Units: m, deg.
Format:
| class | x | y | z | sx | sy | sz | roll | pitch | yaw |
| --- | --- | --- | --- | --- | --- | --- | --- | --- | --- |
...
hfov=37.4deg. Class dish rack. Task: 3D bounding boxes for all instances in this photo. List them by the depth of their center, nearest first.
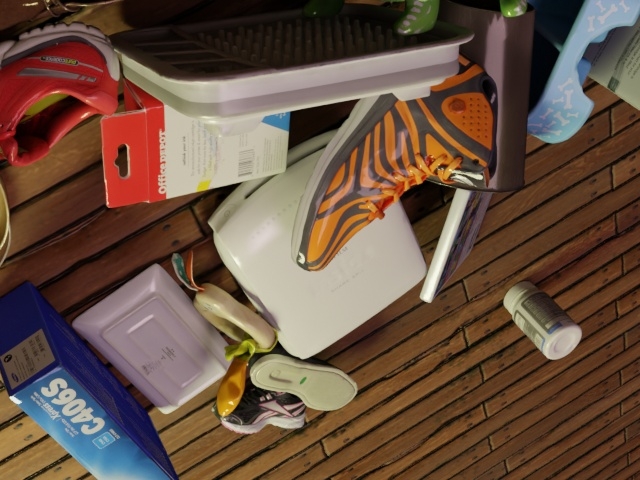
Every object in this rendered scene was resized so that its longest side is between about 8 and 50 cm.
| class | x | y | z | sx | sy | sz | roll | pitch | yaw |
| --- | --- | --- | --- | --- | --- | --- | --- | --- | --- |
| dish rack | -0.036 | -0.187 | 0.999 | 0.332 | 0.285 | 0.072 | -15 | 115 | -24 |

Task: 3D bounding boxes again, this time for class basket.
| class | x | y | z | sx | sy | sz | roll | pitch | yaw |
| --- | --- | --- | --- | --- | --- | --- | --- | --- | --- |
| basket | 0.193 | -0.201 | 1.232 | 0.154 | 0.204 | 0.227 | -34 | 139 | -53 |

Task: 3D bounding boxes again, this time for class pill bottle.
| class | x | y | z | sx | sy | sz | roll | pitch | yaw |
| --- | --- | --- | --- | --- | --- | --- | --- | --- | --- |
| pill bottle | 0.387 | 0.137 | 1.657 | 0.078 | 0.137 | 0.078 | -17 | 133 | -19 |

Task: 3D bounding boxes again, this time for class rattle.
| class | x | y | z | sx | sy | sz | roll | pitch | yaw |
| --- | --- | --- | --- | --- | --- | --- | --- | --- | --- |
| rattle | -0.160 | 0.123 | 1.284 | 0.143 | 0.130 | 0.200 | -48 | 138 | -6 |

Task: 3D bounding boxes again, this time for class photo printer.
| class | x | y | z | sx | sy | sz | roll | pitch | yaw |
| --- | --- | --- | --- | --- | --- | --- | --- | --- | --- |
| photo printer | 0.000 | 0.000 | 1.311 | 0.256 | 0.107 | 0.307 | -34 | 136 | -5 |

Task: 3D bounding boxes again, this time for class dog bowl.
| class | x | y | z | sx | sy | sz | roll | pitch | yaw |
| --- | --- | --- | --- | --- | --- | --- | --- | --- | --- |
| dog bowl | 0.322 | -0.275 | 1.263 | 0.074 | 0.166 | 0.297 | 6 | 122 | -23 |

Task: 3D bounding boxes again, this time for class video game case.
| class | x | y | z | sx | sy | sz | roll | pitch | yaw |
| --- | --- | --- | --- | --- | --- | --- | --- | --- | --- |
| video game case | 0.216 | -0.028 | 1.422 | 0.183 | 0.023 | 0.201 | -42 | 153 | -53 |

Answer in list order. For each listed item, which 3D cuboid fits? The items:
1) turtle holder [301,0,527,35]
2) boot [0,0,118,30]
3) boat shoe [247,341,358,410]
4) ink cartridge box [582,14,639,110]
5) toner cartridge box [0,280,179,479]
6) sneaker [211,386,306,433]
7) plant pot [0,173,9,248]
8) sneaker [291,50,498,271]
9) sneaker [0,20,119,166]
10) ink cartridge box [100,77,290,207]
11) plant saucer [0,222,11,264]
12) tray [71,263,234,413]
| class | x | y | z | sx | sy | sz | roll | pitch | yaw |
| --- | --- | --- | --- | --- | --- | --- | --- | --- | --- |
| turtle holder | 0.128 | -0.358 | 1.007 | 0.320 | 0.243 | 0.227 | -10 | 113 | -15 |
| boot | -0.270 | -0.261 | 0.915 | 0.305 | 0.115 | 0.112 | -27 | 138 | -9 |
| boat shoe | -0.027 | 0.203 | 1.481 | 0.233 | 0.079 | 0.084 | 30 | 109 | -42 |
| ink cartridge box | 0.457 | -0.270 | 1.313 | 0.087 | 0.208 | 0.153 | 8 | 120 | -38 |
| toner cartridge box | -0.307 | 0.221 | 1.253 | 0.075 | 0.165 | 0.348 | -32 | 136 | -5 |
| sneaker | -0.092 | 0.254 | 1.503 | 0.178 | 0.072 | 0.077 | 4 | 111 | -45 |
| plant pot | -0.414 | -0.068 | 0.939 | 0.236 | 0.032 | 0.236 | 10 | 132 | 11 |
| sneaker | 0.102 | -0.079 | 1.119 | 0.321 | 0.180 | 0.124 | -60 | 168 | 3 |
| sneaker | -0.329 | -0.122 | 0.946 | 0.279 | 0.118 | 0.107 | -22 | 157 | 12 |
| ink cartridge box | -0.155 | -0.131 | 1.121 | 0.231 | 0.078 | 0.134 | -14 | 133 | -24 |
| plant saucer | -0.442 | -0.004 | 1.076 | 0.168 | 0.029 | 0.168 | -18 | 133 | -21 |
| tray | -0.223 | 0.155 | 1.350 | 0.145 | 0.030 | 0.270 | -34 | 136 | -3 |
